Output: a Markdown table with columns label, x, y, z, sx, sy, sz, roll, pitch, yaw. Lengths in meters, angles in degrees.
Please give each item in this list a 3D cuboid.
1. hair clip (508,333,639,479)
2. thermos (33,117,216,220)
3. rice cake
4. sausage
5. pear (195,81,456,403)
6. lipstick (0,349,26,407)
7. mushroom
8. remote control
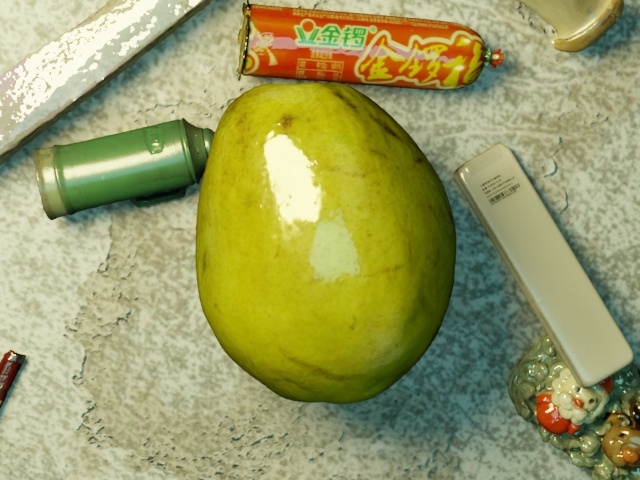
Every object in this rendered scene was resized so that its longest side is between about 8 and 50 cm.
| label | x | y | z | sx | sy | sz | roll | pitch | yaw |
| --- | --- | --- | --- | --- | --- | --- | --- | --- | --- |
| hair clip | 0.345 | 0.220 | 1.398 | 0.321 | 0.091 | 0.138 | 36 | 99 | -8 |
| thermos | -0.183 | -0.071 | 1.320 | 0.188 | 0.073 | 0.083 | -13 | 100 | -1 |
| rice cake | -0.251 | -0.165 | 1.303 | 0.399 | 0.064 | 0.070 | -36 | 91 | 3 |
| sausage | 0.051 | -0.190 | 1.313 | 0.264 | 0.083 | 0.083 | 3 | 100 | -5 |
| pear | 0.000 | 0.000 | 1.261 | 0.253 | 0.253 | 0.307 | -12 | 96 | -1 |
| lipstick | -0.355 | 0.192 | 1.383 | 0.027 | 0.027 | 0.176 | 27 | 97 | -8 |
| mushroom | 0.200 | -0.283 | 1.302 | 0.225 | 0.093 | 0.116 | 30 | 113 | -18 |
| remote control | 0.226 | 0.025 | 1.354 | 0.067 | 0.029 | 0.261 | -30 | 84 | -8 |
